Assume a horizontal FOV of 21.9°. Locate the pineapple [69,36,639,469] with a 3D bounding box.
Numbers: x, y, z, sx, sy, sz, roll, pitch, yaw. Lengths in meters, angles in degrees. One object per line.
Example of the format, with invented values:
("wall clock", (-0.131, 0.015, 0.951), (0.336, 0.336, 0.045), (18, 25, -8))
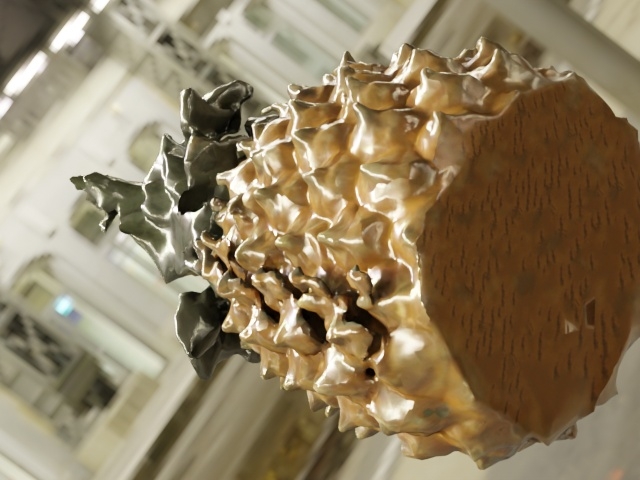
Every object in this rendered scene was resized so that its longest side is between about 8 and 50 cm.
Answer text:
("pineapple", (0.001, 0.001, 0.940), (0.357, 0.223, 0.223), (5, 52, 46))
